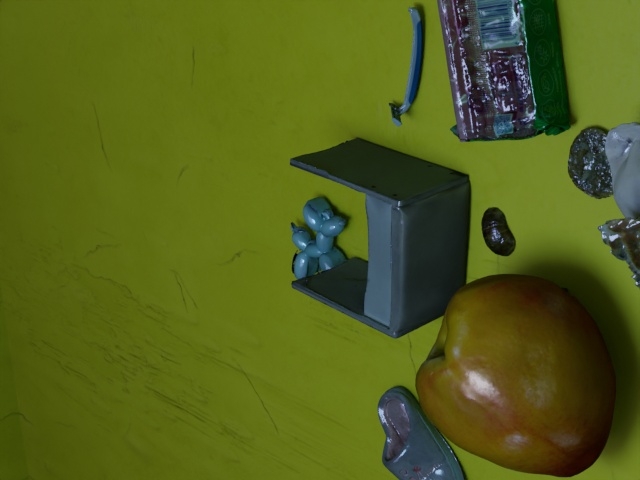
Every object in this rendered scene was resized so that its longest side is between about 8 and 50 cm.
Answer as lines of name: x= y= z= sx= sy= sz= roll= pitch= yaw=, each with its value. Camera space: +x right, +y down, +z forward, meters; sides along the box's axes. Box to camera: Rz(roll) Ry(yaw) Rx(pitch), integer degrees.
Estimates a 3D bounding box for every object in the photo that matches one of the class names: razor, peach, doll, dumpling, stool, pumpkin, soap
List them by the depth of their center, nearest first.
dumpling: x=0.475 y=-0.060 z=1.616 sx=0.250 sy=0.132 sz=0.162 roll=54 pitch=137 yaw=10
soap: x=0.268 y=-0.282 z=1.784 sx=0.217 sy=0.098 sz=0.273 roll=4 pitch=110 yaw=49
peach: x=0.308 y=0.202 z=1.827 sx=0.307 sy=0.289 sz=0.289 roll=24 pitch=134 yaw=-5
pumpkin: x=0.277 y=-0.011 z=1.953 sx=0.050 sy=0.028 sz=0.083 roll=-26 pitch=82 yaw=53
razor: x=0.145 y=-0.284 z=1.977 sx=0.068 sy=0.037 sz=0.191 roll=-94 pitch=12 yaw=-62
stool: x=0.096 y=-0.010 z=2.051 sx=0.269 sy=0.170 sz=0.244 roll=25 pitch=124 yaw=41
doll: x=0.000 y=0.000 z=2.255 sx=0.159 sy=0.059 sz=0.159 roll=-4 pitch=104 yaw=51

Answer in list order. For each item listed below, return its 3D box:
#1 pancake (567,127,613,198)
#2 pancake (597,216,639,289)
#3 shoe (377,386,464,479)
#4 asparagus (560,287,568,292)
pancake: x=0.400 y=-0.111 z=1.773 sx=0.108 sy=0.017 sz=0.108 roll=27 pitch=126 yaw=44
pancake: x=0.548 y=0.078 z=1.582 sx=0.304 sy=0.067 sz=0.427 roll=-8 pitch=121 yaw=31
shoe: x=0.166 y=0.387 z=2.208 sx=0.251 sy=0.100 sz=0.103 roll=61 pitch=140 yaw=14
asparagus: x=0.309 y=0.111 z=1.976 sx=0.248 sy=0.025 sz=0.024 roll=-21 pitch=48 yaw=52
